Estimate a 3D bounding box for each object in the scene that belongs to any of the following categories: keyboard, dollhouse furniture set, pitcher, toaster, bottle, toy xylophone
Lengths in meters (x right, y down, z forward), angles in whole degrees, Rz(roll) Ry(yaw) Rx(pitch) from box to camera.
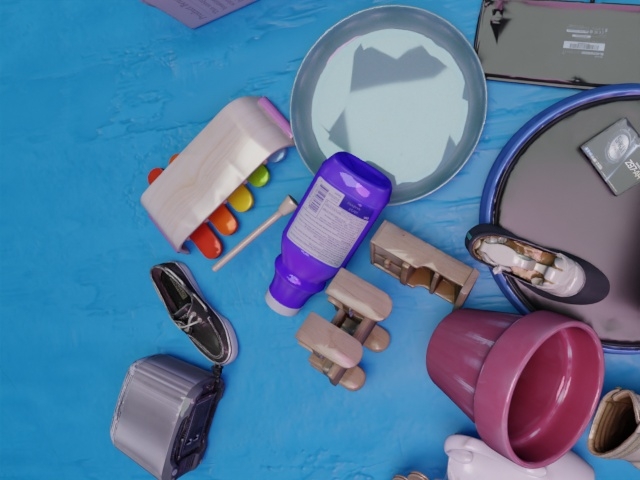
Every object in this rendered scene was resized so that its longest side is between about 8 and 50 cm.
[{"bbox_3d":[0.394,-0.324,0.879,0.317,0.033,0.201,11,101,16],"label":"keyboard"},{"bbox_3d":[0.101,0.119,0.894,0.161,0.212,0.242,30,73,16],"label":"dollhouse furniture set"},{"bbox_3d":[0.279,0.334,0.861,0.207,0.177,0.125,10,62,19],"label":"pitcher"},{"bbox_3d":[-0.270,0.298,1.056,0.147,0.129,0.226,20,99,18],"label":"toaster"},{"bbox_3d":[0.000,0.000,0.956,0.118,0.092,0.282,33,117,4],"label":"bottle"},{"bbox_3d":[-0.168,-0.087,1.036,0.323,0.081,0.236,-34,81,15],"label":"toy xylophone"}]

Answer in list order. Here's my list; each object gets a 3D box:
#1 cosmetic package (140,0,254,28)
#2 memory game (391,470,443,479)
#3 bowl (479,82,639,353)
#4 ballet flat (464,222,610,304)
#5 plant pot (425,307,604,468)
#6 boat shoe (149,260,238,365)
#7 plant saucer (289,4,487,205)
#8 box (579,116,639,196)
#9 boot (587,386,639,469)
[{"bbox_3d":[-0.151,-0.579,0.888,0.394,0.329,0.327,-17,87,17],"label":"cosmetic package"},{"bbox_3d":[0.185,0.426,0.925,0.186,0.012,0.186,20,132,24],"label":"memory game"},{"bbox_3d":[0.425,-0.026,0.844,0.391,0.077,0.390,2,95,18],"label":"bowl"},{"bbox_3d":[0.291,0.037,0.816,0.203,0.074,0.074,26,99,15],"label":"ballet flat"},{"bbox_3d":[0.253,0.179,0.830,0.180,0.201,0.201,21,100,55],"label":"plant pot"},{"bbox_3d":[-0.232,0.134,1.068,0.078,0.070,0.219,-41,80,15],"label":"boat shoe"},{"bbox_3d":[0.106,-0.214,0.967,0.318,0.044,0.317,1,92,18],"label":"plant saucer"},{"bbox_3d":[0.398,-0.110,0.796,0.067,0.018,0.083,-35,83,18],"label":"box"},{"bbox_3d":[0.468,0.222,0.804,0.165,0.077,0.213,24,105,-27],"label":"boot"}]
